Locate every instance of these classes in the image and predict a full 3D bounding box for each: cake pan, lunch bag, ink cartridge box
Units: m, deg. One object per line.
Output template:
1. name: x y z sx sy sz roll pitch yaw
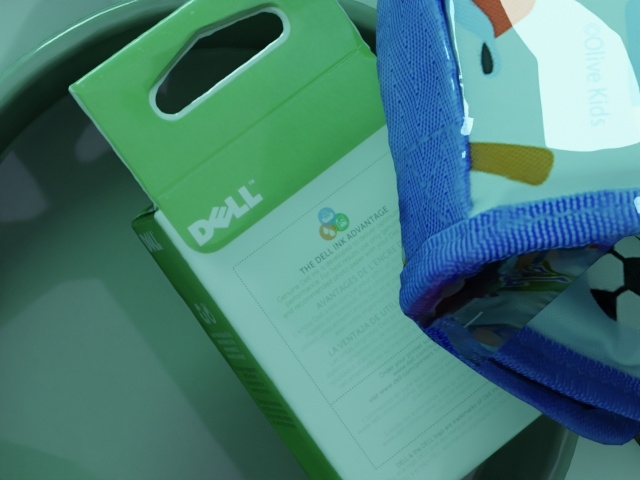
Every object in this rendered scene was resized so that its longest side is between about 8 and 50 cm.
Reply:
1. cake pan: -0.033 0.041 0.820 0.293 0.054 0.293 1 87 -15
2. lunch bag: 0.197 -0.091 0.756 0.385 0.239 0.328 9 61 -21
3. ink cartridge box: 0.000 0.000 0.769 0.109 0.062 0.209 -37 96 -14

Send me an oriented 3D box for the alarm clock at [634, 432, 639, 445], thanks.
1. alarm clock: 0.178 0.038 0.871 0.192 0.064 0.129 39 79 -12
